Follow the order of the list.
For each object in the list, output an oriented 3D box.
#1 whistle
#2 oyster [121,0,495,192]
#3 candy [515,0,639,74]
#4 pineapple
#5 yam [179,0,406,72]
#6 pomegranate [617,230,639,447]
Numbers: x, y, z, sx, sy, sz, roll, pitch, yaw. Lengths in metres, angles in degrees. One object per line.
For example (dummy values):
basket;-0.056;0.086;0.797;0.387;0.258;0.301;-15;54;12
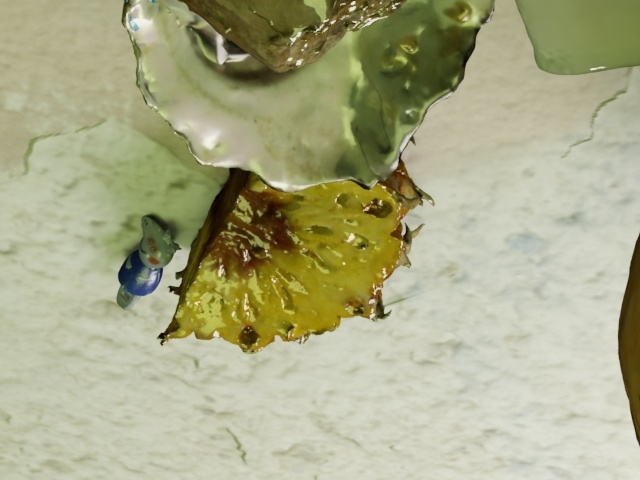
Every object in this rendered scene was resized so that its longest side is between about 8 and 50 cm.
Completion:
whistle;-0.119;0.017;1.292;0.033;0.029;0.083;45;132;13
oyster;-0.017;-0.130;1.049;0.214;0.083;0.223;18;122;-15
candy;0.242;-0.207;0.888;0.359;0.145;0.208;-6;139;16
pineapple;0.000;-0.001;1.213;0.135;0.079;0.233;21;136;-17
yam;-0.054;-0.185;0.906;0.238;0.128;0.129;41;162;1
pomegranate;0.358;0.028;1.000;0.410;0.410;0.410;4;139;4
